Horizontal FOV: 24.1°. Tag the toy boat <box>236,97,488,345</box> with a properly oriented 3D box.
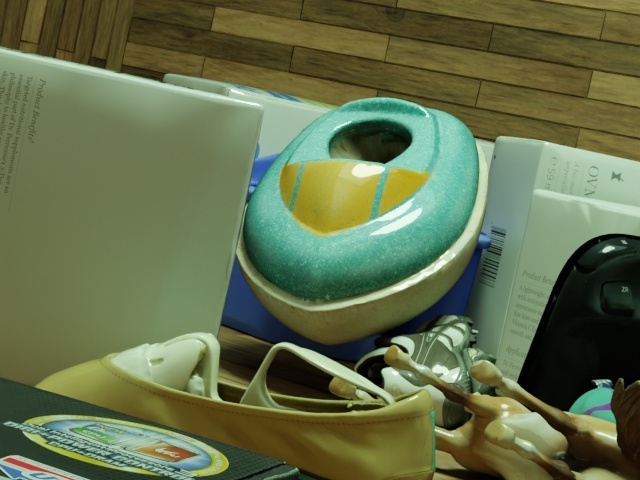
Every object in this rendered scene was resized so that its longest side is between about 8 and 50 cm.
[{"bbox_3d":[-0.031,-0.035,1.174,0.318,0.148,0.267,2,35,14],"label":"toy boat"}]

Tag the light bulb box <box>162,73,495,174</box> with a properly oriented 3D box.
[{"bbox_3d":[-0.003,-0.051,1.788,0.361,0.225,0.358,10,5,-18],"label":"light bulb box"}]

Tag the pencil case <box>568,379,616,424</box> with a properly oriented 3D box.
[{"bbox_3d":[0.222,0.140,0.958,0.070,0.064,0.151,-6,14,-30],"label":"pencil case"}]

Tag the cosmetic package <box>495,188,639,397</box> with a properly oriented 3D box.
[{"bbox_3d":[0.260,0.065,1.260,0.151,0.184,0.151,10,5,-31],"label":"cosmetic package"}]

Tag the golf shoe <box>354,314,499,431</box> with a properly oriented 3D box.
[{"bbox_3d":[0.070,0.090,1.111,0.094,0.077,0.198,11,3,-7],"label":"golf shoe"}]

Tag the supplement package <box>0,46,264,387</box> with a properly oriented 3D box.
[{"bbox_3d":[-0.184,-0.019,0.982,0.262,0.199,0.198,12,3,-3],"label":"supplement package"}]

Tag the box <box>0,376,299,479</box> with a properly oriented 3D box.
[{"bbox_3d":[-0.173,0.087,0.547,0.270,0.060,0.216,14,5,22],"label":"box"}]

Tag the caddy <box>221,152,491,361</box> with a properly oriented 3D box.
[{"bbox_3d":[0.000,0.000,1.433,0.241,0.179,0.341,7,7,-46],"label":"caddy"}]

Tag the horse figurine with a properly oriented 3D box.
[{"bbox_3d":[0.126,0.116,0.878,0.174,0.066,0.263,29,-13,-27],"label":"horse figurine"}]

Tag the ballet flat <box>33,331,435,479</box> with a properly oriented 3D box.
[{"bbox_3d":[-0.046,0.087,0.830,0.232,0.073,0.080,12,6,9],"label":"ballet flat"}]

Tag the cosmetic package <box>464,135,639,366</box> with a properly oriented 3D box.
[{"bbox_3d":[0.268,0.034,1.424,0.224,0.224,0.138,11,4,-14],"label":"cosmetic package"}]

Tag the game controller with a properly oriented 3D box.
[{"bbox_3d":[0.287,0.088,1.147,0.319,0.166,0.067,9,27,-34],"label":"game controller"}]
